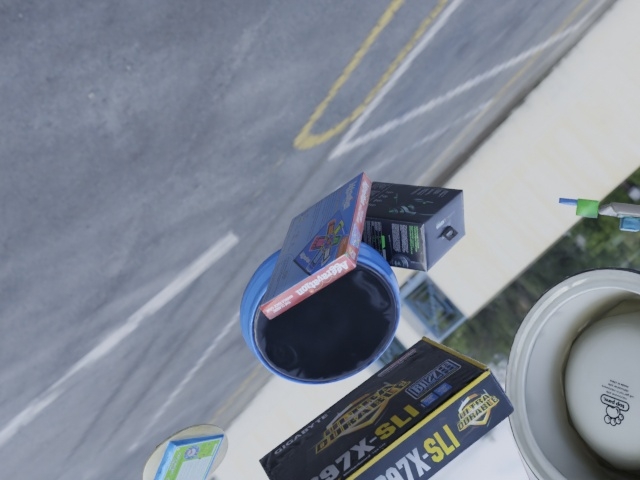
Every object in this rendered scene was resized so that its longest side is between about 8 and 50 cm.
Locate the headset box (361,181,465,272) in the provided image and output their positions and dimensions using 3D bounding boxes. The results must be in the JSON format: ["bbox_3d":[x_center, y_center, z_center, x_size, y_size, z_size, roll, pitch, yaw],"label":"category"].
[{"bbox_3d":[0.205,-0.041,2.286,0.246,0.283,0.131,-37,127,-52],"label":"headset box"}]

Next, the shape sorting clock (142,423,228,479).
[{"bbox_3d":[-0.298,0.484,2.017,0.206,0.040,0.206,-25,138,-25],"label":"shape sorting clock"}]

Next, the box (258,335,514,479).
[{"bbox_3d":[0.081,0.276,1.278,0.322,0.079,0.257,-35,-168,-9],"label":"box"}]

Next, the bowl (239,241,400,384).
[{"bbox_3d":[0.006,0.175,2.153,0.391,0.391,0.077,-43,-150,11],"label":"bowl"}]

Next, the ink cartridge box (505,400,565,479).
[{"bbox_3d":[0.524,0.361,1.754,0.283,0.207,0.117,-25,-174,-14],"label":"ink cartridge box"}]

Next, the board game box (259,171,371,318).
[{"bbox_3d":[0.000,0.000,1.305,0.145,0.027,0.281,-34,-163,22],"label":"board game box"}]

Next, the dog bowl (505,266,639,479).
[{"bbox_3d":[0.513,0.251,1.511,0.150,0.408,0.408,6,138,-41],"label":"dog bowl"}]

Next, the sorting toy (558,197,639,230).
[{"bbox_3d":[0.614,-0.036,1.672,0.196,0.348,0.047,-7,104,-80],"label":"sorting toy"}]
